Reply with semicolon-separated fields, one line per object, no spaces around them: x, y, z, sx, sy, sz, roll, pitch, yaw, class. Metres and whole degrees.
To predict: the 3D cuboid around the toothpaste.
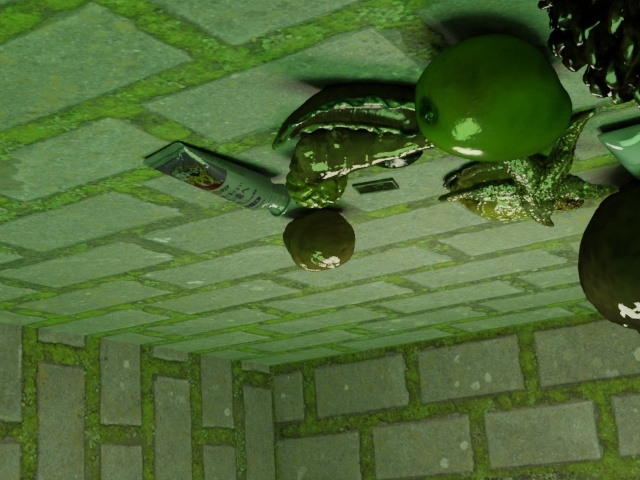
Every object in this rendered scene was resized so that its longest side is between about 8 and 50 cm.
-0.187;-0.119;1.900;0.299;0.073;0.114;20;152;-39;toothpaste

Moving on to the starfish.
0.430;-0.119;1.876;0.358;0.078;0.347;5;141;-13;starfish

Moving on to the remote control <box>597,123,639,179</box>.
0.632;-0.169;1.943;0.103;0.051;0.293;-13;163;28;remote control

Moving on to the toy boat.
0.052;-0.203;1.600;0.293;0.099;0.108;-6;166;-21;toy boat

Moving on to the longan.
0.754;0.041;2.122;0.391;0.391;0.391;-4;164;-1;longan

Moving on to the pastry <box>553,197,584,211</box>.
0.515;-0.092;2.183;0.140;0.056;0.080;1;172;-40;pastry

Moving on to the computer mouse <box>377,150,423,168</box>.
0.130;-0.160;1.854;0.135;0.047;0.079;4;162;-21;computer mouse

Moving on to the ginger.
0.084;-0.169;1.756;0.294;0.086;0.131;-12;151;11;ginger

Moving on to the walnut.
0.000;0.000;2.232;0.166;0.149;0.166;15;-169;-3;walnut

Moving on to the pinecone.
0.384;-0.276;1.182;0.257;0.243;0.243;20;168;11;pinecone

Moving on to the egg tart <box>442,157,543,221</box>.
0.382;-0.101;2.057;0.252;0.098;0.232;-8;161;27;egg tart

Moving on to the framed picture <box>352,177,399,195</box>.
0.117;-0.113;2.091;0.089;0.007;0.066;-8;164;15;framed picture

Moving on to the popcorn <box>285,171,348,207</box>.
-0.008;-0.118;1.886;0.121;0.116;0.106;-46;-167;5;popcorn

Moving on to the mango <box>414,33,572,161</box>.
0.279;-0.209;1.495;0.343;0.156;0.192;0;131;-49;mango
